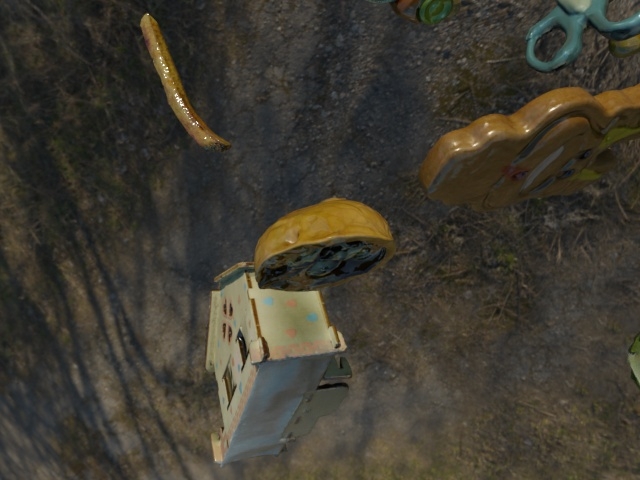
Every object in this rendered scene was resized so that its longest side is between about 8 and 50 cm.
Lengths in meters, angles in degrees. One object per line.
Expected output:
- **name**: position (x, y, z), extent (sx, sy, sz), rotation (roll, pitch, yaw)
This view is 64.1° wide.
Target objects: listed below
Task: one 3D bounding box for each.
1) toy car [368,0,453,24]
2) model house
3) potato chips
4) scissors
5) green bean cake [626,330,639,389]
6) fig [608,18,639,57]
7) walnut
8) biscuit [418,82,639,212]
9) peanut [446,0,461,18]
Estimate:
- **toy car**: position (0.160, -0.538, 0.971), extent (0.235, 0.235, 0.145), rotation (-53, 44, 43)
- **model house**: position (-0.081, 0.163, 0.801), extent (0.244, 0.169, 0.326), rotation (-115, 34, -40)
- **potato chips**: position (-0.171, -0.186, 0.615), extent (0.037, 0.026, 0.204), rotation (-33, 77, 12)
- **scissors**: position (0.301, -0.306, 0.612), extent (0.138, 0.289, 0.041), rotation (-24, 132, 34)
- **green bean cake**: position (0.289, 0.083, 0.255), extent (0.113, 0.200, 0.214), rotation (7, 130, -14)
- **fig**: position (0.749, -0.482, 1.232), extent (0.098, 0.084, 0.082), rotation (23, 150, 22)
- **walnut**: position (0.000, 0.000, 0.402), extent (0.121, 0.052, 0.091), rotation (-19, 151, 24)
- **biscuit**: position (0.243, -0.091, 0.557), extent (0.186, 0.295, 0.044), rotation (106, 146, -55)
- **peanut**: position (0.337, -0.667, 1.449), extent (0.083, 0.194, 0.093), rotation (10, 111, 45)
